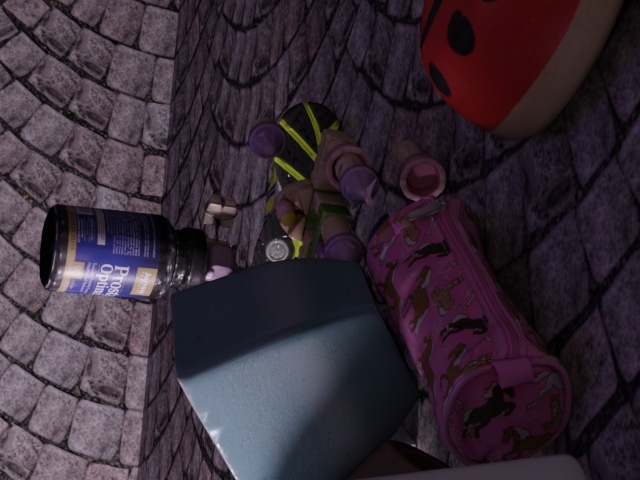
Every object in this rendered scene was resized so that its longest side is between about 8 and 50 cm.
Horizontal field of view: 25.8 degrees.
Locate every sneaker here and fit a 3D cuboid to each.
[{"bbox_3d":[-0.027,-0.039,2.376,0.147,0.145,0.385,-20,-58,-87],"label":"sneaker"}]

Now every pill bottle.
[{"bbox_3d":[-0.276,0.019,1.964,0.123,0.219,0.123,-174,90,-69],"label":"pill bottle"}]

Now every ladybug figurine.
[{"bbox_3d":[0.227,-0.306,1.596,0.305,0.161,0.449,-99,20,-45],"label":"ladybug figurine"}]

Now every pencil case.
[{"bbox_3d":[0.168,0.098,1.640,0.160,0.167,0.386,-36,33,10],"label":"pencil case"}]

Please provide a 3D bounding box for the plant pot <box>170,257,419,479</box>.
[{"bbox_3d":[-0.022,0.161,1.775,0.247,0.252,0.248,-111,-5,-66],"label":"plant pot"}]

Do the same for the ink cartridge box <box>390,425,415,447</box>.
[{"bbox_3d":[0.024,0.276,1.984,0.212,0.154,0.093,-133,54,-68],"label":"ink cartridge box"}]

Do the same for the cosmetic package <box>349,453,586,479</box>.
[{"bbox_3d":[0.055,0.428,1.303,0.327,0.393,0.329,107,155,-58],"label":"cosmetic package"}]

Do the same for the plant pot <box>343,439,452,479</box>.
[{"bbox_3d":[0.087,0.374,1.670,0.229,0.263,0.263,-59,21,5],"label":"plant pot"}]

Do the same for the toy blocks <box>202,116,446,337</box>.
[{"bbox_3d":[0.000,0.000,1.937,0.260,0.308,0.289,-108,31,-66],"label":"toy blocks"}]
